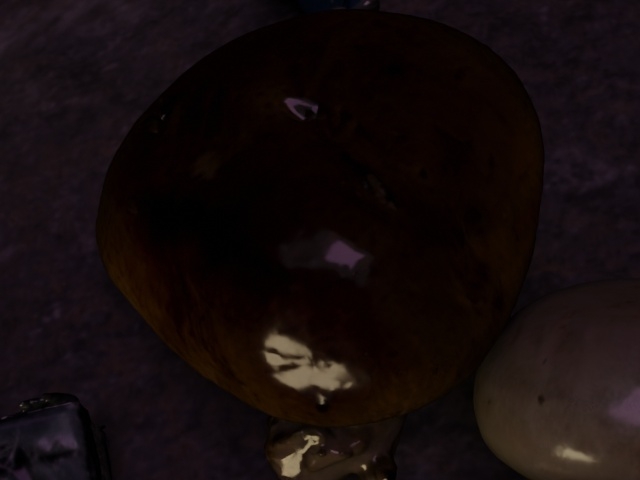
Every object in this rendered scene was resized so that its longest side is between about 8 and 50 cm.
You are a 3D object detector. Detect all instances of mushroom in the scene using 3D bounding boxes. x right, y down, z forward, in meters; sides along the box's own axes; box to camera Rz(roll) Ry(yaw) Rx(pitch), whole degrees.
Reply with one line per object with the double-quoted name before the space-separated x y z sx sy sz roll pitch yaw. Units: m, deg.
"mushroom" 0.000 0.000 0.841 0.346 0.259 0.345 -8 43 8
"mushroom" 0.211 0.118 0.797 0.207 0.209 0.206 -7 42 7

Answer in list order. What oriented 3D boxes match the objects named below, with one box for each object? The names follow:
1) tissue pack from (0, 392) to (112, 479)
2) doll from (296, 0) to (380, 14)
"tissue pack" -0.242 0.307 0.757 0.259 0.122 0.361 -15 67 -3
"doll" -0.011 -0.244 0.975 0.114 0.085 0.151 -22 79 -29
